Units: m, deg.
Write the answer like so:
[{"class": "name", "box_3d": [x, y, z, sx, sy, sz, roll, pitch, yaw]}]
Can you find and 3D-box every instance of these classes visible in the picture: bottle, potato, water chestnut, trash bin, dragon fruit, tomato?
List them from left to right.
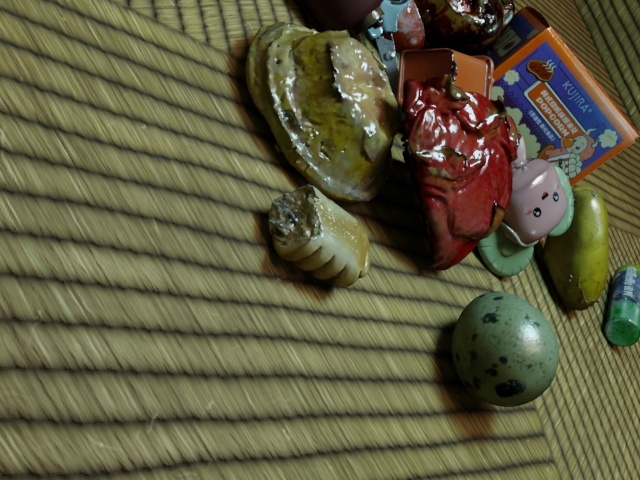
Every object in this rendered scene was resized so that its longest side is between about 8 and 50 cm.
[{"class": "tomato", "box_3d": [0.156, -0.481, 1.700, 0.139, 0.091, 0.159, -158, -134, -75]}, {"class": "trash bin", "box_3d": [0.253, -0.302, 1.594, 0.239, 0.161, 0.184, -4, 98, -62]}, {"class": "water chestnut", "box_3d": [0.310, -0.545, 1.795, 0.289, 0.244, 0.289, 28, 20, -12]}, {"class": "dragon fruit", "box_3d": [0.265, -0.137, 1.354, 0.329, 0.228, 0.286, 70, 11, -61]}, {"class": "potato", "box_3d": [0.608, 0.022, 1.828, 0.173, 0.140, 0.300, -136, -141, -68]}, {"class": "bottle", "box_3d": [0.827, 0.171, 2.084, 0.093, 0.093, 0.330, 55, 33, -6]}]

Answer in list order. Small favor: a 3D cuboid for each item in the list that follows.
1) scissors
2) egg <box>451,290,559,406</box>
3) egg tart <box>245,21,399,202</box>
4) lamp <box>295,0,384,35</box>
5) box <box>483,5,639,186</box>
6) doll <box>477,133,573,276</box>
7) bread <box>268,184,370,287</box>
[{"class": "scissors", "box_3d": [0.136, -0.417, 1.619, 0.029, 0.191, 0.360, 24, 53, -87]}, {"class": "egg", "box_3d": [0.312, 0.178, 1.322, 0.177, 0.177, 0.228, 44, 23, -22]}, {"class": "egg tart", "box_3d": [0.030, -0.234, 1.305, 0.352, 0.150, 0.352, 30, 47, -38]}, {"class": "lamp", "box_3d": [0.026, -0.511, 1.502, 0.258, 0.180, 0.180, 54, 33, -11]}, {"class": "box", "box_3d": [0.528, -0.339, 1.865, 0.348, 0.257, 0.318, 46, 19, -15]}, {"class": "doll", "box_3d": [0.414, -0.086, 1.656, 0.284, 0.216, 0.268, -36, 111, -20]}, {"class": "bread", "box_3d": [0.000, 0.000, 1.129, 0.177, 0.084, 0.119, 34, 42, -34]}]
